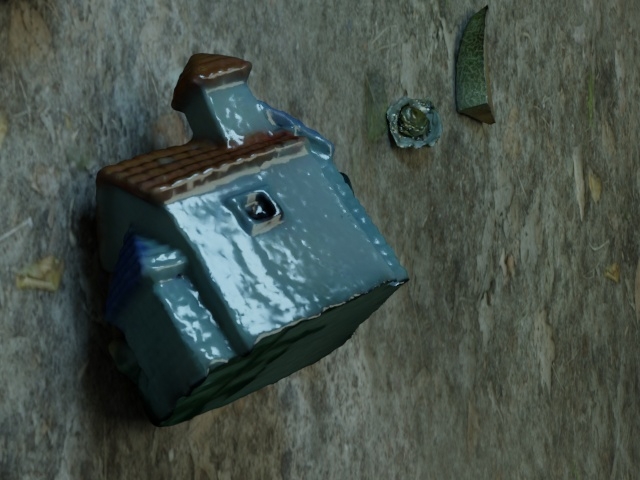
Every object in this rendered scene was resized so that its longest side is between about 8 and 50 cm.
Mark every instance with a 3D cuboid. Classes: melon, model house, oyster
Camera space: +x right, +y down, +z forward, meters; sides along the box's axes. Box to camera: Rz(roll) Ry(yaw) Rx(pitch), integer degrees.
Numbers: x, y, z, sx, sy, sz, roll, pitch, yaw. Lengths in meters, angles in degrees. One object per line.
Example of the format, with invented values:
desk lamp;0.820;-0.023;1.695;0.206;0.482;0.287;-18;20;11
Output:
melon;0.238;-0.271;2.386;0.098;0.054;0.182;14;72;-62
model house;-0.117;-0.014;1.651;0.295;0.252;0.329;-23;79;-34
oyster;0.124;-0.163;2.207;0.100;0.037;0.098;7;57;-36

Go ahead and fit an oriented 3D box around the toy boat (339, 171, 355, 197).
toy boat;0.000;0.000;1.926;0.093;0.103;0.246;39;37;-30
